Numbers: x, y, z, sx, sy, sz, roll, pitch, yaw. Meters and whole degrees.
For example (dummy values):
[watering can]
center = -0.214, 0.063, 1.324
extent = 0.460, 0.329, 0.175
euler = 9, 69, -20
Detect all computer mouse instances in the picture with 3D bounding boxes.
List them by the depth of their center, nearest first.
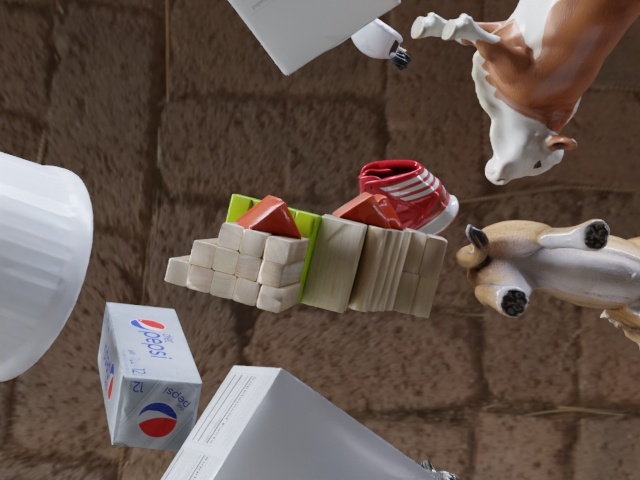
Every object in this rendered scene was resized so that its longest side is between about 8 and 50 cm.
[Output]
[computer mouse]
center = 0.067, -0.261, 1.536
extent = 0.106, 0.193, 0.042
euler = 35, 96, 2

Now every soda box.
[soda box]
center = -0.219, 0.165, 1.480
extent = 0.098, 0.286, 0.091
euler = 7, 102, -16

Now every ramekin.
[ramekin]
center = -0.410, 0.020, 1.419
extent = 0.135, 0.277, 0.277
euler = 24, 77, -39

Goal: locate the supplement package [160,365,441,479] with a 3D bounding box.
[supplement package]
center = -0.018, 0.283, 1.219
extent = 0.262, 0.145, 0.204
euler = 37, 73, -17

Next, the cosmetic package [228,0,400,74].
[cosmetic package]
center = -0.024, -0.311, 1.268
extent = 0.151, 0.151, 0.184
euler = -29, 115, 20

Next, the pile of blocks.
[pile of blocks]
center = 0.000, 0.000, 1.133
extent = 0.149, 0.362, 0.113
euler = 17, 95, 34

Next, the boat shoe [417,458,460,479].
[boat shoe]
center = 0.142, 0.292, 1.372
extent = 0.049, 0.152, 0.056
euler = -48, 117, -9

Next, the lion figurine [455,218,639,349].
[lion figurine]
center = 0.275, 0.035, 1.249
extent = 0.392, 0.240, 0.142
euler = 20, 90, -20

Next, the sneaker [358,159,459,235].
[sneaker]
center = 0.056, -0.029, 1.522
extent = 0.221, 0.087, 0.128
euler = -35, 120, 11

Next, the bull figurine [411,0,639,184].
[bull figurine]
center = 0.208, -0.199, 1.085
extent = 0.188, 0.101, 0.310
euler = 20, 118, -25
